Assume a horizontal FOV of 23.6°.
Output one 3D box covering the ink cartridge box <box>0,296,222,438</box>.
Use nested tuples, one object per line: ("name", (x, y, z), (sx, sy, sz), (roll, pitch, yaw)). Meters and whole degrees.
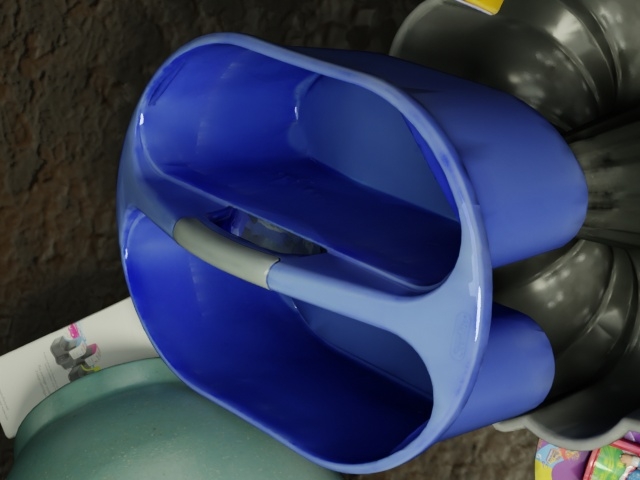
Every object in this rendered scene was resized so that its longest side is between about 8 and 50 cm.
("ink cartridge box", (-0.147, 0.081, 1.143), (0.181, 0.104, 0.062), (-24, 86, 15))

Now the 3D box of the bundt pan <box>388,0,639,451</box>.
("bundt pan", (0.185, -0.037, 0.983), (0.331, 0.124, 0.331), (6, 98, 47))

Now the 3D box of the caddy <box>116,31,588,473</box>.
("caddy", (0.000, 0.000, 0.967), (0.341, 0.179, 0.241), (23, 112, 44))

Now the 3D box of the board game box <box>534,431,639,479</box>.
("board game box", (0.230, 0.165, 1.070), (0.168, 0.033, 0.133), (-27, 84, 15))

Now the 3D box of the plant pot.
("plant pot", (-0.111, 0.205, 1.067), (0.293, 0.293, 0.196), (-31, 57, 15))

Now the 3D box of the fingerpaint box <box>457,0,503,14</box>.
("fingerpaint box", (-0.018, -0.398, 0.980), (0.445, 0.163, 0.371), (31, 102, 36))
